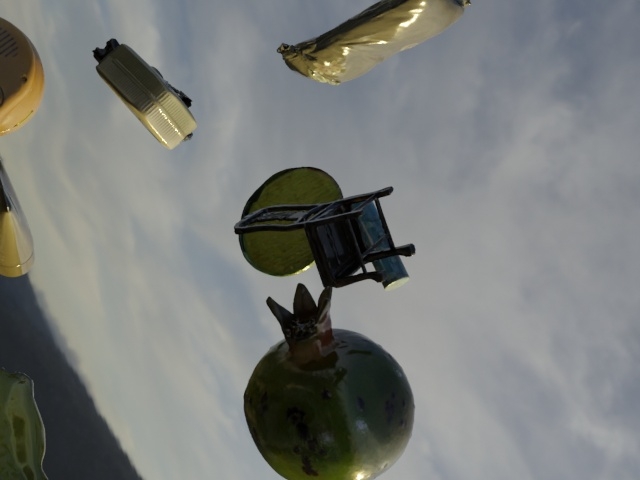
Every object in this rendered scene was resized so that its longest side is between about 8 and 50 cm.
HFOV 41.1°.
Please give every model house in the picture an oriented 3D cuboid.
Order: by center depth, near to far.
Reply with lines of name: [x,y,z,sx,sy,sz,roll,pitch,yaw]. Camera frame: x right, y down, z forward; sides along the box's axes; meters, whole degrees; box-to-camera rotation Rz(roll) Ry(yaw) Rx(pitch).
model house: [-0.471,0.281,1.049,0.234,0.175,0.193,-46,-133,23]

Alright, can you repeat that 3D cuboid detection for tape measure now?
tape measure: [-0.420,-0.358,2.122,0.271,0.133,0.231,42,-7,32]

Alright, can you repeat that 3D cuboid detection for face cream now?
face cream: [-0.559,-0.037,1.517,0.341,0.084,0.137,119,-46,-60]

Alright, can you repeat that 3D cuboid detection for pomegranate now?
pomegranate: [0.003,0.251,1.378,0.291,0.291,0.323,49,-14,45]

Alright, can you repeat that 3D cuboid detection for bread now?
bread: [-0.054,-0.035,1.600,0.228,0.228,0.033,55,9,36]

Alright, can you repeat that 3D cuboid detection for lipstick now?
lipstick: [0.095,0.004,1.417,0.158,0.048,0.048,66,-21,19]

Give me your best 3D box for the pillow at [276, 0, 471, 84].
pillow: [0.074,-0.283,1.192,0.255,0.169,0.059,-21,-104,27]

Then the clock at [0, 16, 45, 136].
clock: [-0.662,-0.279,1.576,0.244,0.317,0.200,48,-15,-10]

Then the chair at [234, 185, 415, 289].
chair: [0.000,0.000,1.205,0.229,0.106,0.113,-10,-75,36]
